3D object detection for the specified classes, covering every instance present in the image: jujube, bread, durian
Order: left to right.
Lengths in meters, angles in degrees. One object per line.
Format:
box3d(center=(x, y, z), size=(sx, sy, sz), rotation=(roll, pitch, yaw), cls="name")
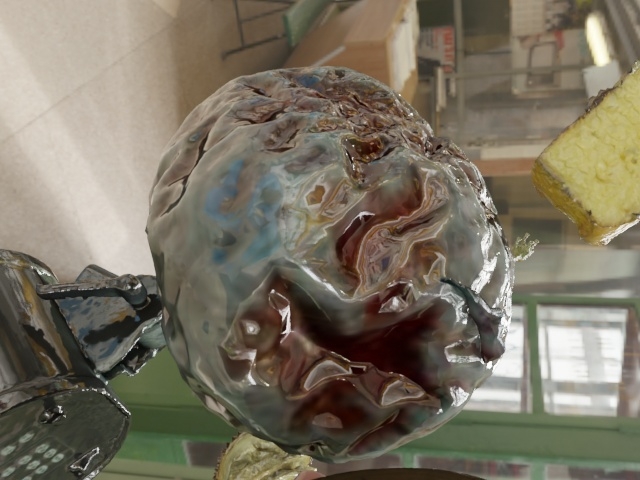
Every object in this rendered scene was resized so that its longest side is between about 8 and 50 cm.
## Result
box3d(center=(-0.073, 0.277, 0.838), size=(0.110, 0.140, 0.071), rotation=(55, -17, 16), cls="durian")
box3d(center=(0.000, 0.000, 0.473), size=(0.317, 0.226, 0.226), rotation=(-117, -160, -65), cls="jujube")
box3d(center=(0.381, -0.098, 0.938), size=(0.260, 0.160, 0.147), rotation=(-44, 170, -19), cls="bread")

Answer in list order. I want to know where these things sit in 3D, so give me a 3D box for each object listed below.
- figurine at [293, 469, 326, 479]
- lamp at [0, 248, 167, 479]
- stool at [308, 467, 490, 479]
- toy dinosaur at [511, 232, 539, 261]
box3d(center=(-0.081, 0.282, 0.579), size=(0.275, 0.161, 0.158), rotation=(-2, 51, -52), cls="figurine")
box3d(center=(-0.342, 0.150, 0.736), size=(0.374, 0.272, 0.205), rotation=(-52, 152, -21), cls="lamp")
box3d(center=(0.038, 0.262, 0.314), size=(0.179, 0.179, 0.264), rotation=(-40, 123, -71), cls="stool")
box3d(center=(0.290, 0.014, 1.045), size=(0.113, 0.026, 0.041), rotation=(-6, 126, -55), cls="toy dinosaur")
